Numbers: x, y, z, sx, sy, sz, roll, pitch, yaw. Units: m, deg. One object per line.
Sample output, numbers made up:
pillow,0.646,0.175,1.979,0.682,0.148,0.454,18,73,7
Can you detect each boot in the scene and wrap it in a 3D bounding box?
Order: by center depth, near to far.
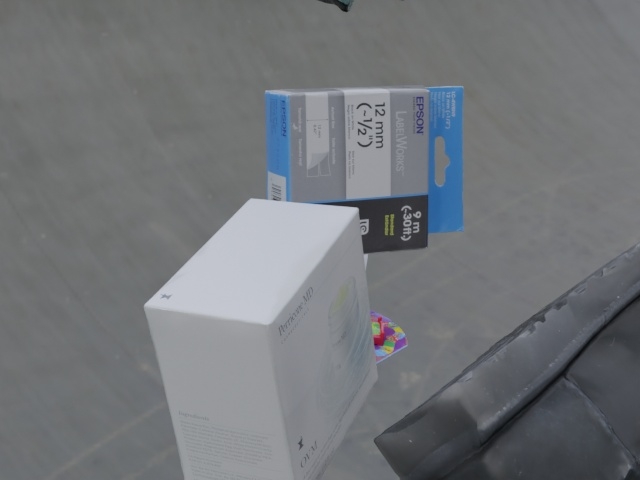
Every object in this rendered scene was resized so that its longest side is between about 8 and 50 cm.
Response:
boot,0.280,0.233,0.661,0.367,0.445,0.146,-28,-12,-39

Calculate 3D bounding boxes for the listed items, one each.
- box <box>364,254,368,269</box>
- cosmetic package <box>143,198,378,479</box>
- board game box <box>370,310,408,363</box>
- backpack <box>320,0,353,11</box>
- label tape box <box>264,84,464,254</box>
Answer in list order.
box,0.000,0.000,1.836,0.186,0.038,0.145,23,37,-8
cosmetic package,-0.047,0.107,0.992,0.138,0.225,0.224,4,31,24
board game box,0.048,0.127,1.408,0.133,0.033,0.168,28,34,33
backpack,0.043,-0.384,0.991,0.191,0.254,0.225,11,55,-2
label tape box,0.092,-0.112,1.514,0.347,0.249,0.115,-5,12,-20
